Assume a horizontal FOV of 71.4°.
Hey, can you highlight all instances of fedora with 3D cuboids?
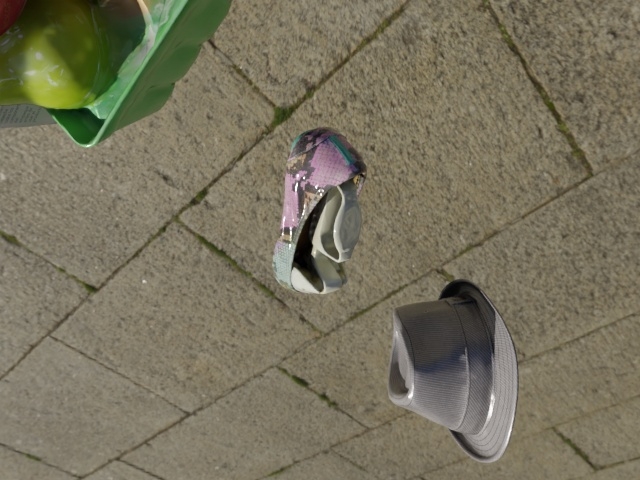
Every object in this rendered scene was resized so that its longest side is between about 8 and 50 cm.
[{"bbox_3d":[0.166,0.178,0.657,0.125,0.275,0.243,3,107,-2],"label":"fedora"}]

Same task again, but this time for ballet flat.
[{"bbox_3d":[0.000,0.000,0.423,0.077,0.079,0.221,-20,145,-25],"label":"ballet flat"}]

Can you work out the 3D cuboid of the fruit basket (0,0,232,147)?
[{"bbox_3d":[-0.212,-0.194,0.290,0.327,0.353,0.165,-42,83,27],"label":"fruit basket"}]
